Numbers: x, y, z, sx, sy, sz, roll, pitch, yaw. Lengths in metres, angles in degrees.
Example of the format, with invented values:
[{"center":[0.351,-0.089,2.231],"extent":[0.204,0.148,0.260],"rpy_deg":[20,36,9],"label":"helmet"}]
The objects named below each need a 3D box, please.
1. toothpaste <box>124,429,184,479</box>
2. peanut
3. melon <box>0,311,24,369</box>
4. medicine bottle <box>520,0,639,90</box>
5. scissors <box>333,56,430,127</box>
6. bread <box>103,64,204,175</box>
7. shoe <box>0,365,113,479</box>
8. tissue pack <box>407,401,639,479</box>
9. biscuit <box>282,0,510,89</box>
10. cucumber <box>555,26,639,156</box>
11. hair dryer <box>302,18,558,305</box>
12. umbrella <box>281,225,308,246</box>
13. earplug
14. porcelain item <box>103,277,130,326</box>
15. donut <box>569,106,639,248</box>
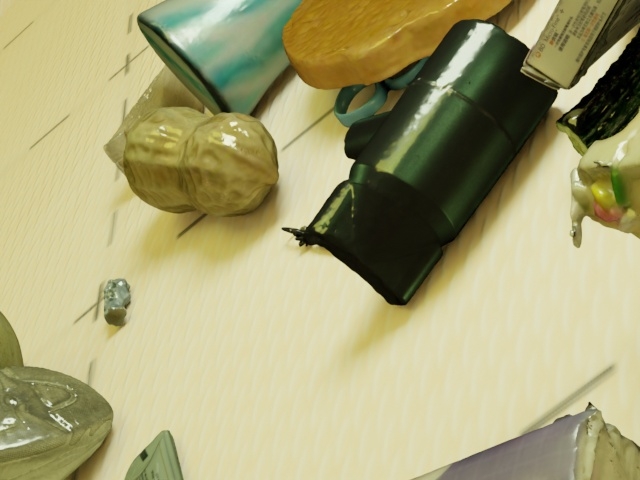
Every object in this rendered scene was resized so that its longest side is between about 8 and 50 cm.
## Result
[{"center":[-0.137,0.236,1.375],"extent":[0.067,0.037,0.255],"rpy_deg":[-50,21,3],"label":"toothpaste"},{"center":[-0.135,-0.090,1.756],"extent":[0.298,0.136,0.120],"rpy_deg":[7,77,59],"label":"peanut"},{"center":[-0.471,0.192,1.701],"extent":[0.330,0.268,0.268],"rpy_deg":[-59,25,0],"label":"melon"},{"center":[0.257,-0.223,1.282],"extent":[0.201,0.052,0.171],"rpy_deg":[-40,-18,-49],"label":"medicine bottle"},{"center":[0.056,-0.208,1.759],"extent":[0.125,0.030,0.256],"rpy_deg":[-37,26,10],"label":"scissors"},{"center":[-0.213,-0.157,2.057],"extent":[0.105,0.077,0.152],"rpy_deg":[-34,25,23],"label":"bread"},{"center":[-0.359,0.261,1.553],"extent":[0.342,0.211,0.132],"rpy_deg":[-24,46,-35],"label":"shoe"},{"center":[0.044,0.264,0.924],"extent":[0.343,0.125,0.242],"rpy_deg":[-28,33,38],"label":"tissue pack"},{"center":[0.112,-0.277,1.706],"extent":[0.351,0.057,0.312],"rpy_deg":[-27,28,20],"label":"biscuit"},{"center":[0.267,-0.143,1.287],"extent":[0.187,0.058,0.058],"rpy_deg":[-51,24,-10],"label":"cucumber"},{"center":[0.065,-0.065,1.463],"extent":[0.244,0.116,0.302],"rpy_deg":[-52,13,-13],"label":"hair dryer"},{"center":[-0.004,0.000,1.547],"extent":[0.149,0.022,0.022],"rpy_deg":[19,105,63],"label":"umbrella"},{"center":[-0.047,-0.309,1.929],"extent":[0.324,0.185,0.185],"rpy_deg":[-43,24,-6],"label":"earplug"},{"center":[-0.234,0.068,1.800],"extent":[0.036,0.028,0.083],"rpy_deg":[-44,23,11],"label":"porcelain item"},{"center":[0.343,-0.139,1.042],"extent":[0.307,0.150,0.371],"rpy_deg":[-15,39,51],"label":"donut"}]
